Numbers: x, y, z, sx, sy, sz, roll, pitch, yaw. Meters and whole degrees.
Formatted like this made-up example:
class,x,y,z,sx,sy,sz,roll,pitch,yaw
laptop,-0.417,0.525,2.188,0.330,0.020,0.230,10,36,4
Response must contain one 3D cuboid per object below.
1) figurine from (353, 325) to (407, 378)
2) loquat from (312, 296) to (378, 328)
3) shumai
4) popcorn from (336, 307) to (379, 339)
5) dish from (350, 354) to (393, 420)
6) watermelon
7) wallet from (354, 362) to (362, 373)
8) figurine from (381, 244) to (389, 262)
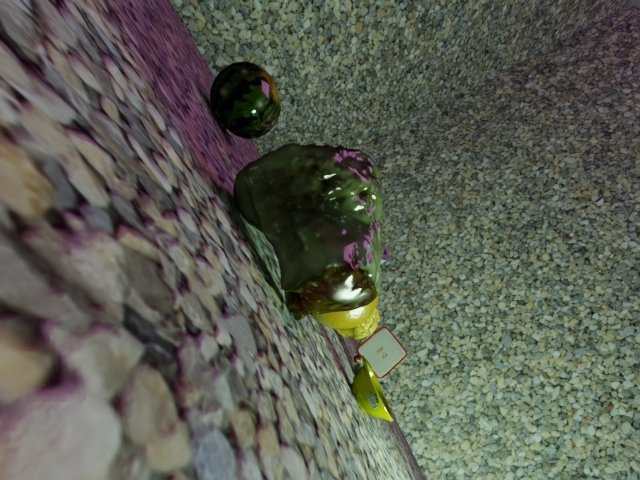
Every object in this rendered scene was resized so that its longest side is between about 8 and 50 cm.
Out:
class,x,y,z,sx,sy,sz,roll,pitch,yaw
figurine,0.230,0.512,1.772,0.160,0.183,0.226,51,-29,16
loquat,0.059,0.148,1.216,0.244,0.243,0.244,62,0,0
shumai,0.000,0.000,0.887,0.397,0.323,0.324,49,27,-67
popcorn,0.135,0.297,1.720,0.250,0.250,0.190,62,36,-22
dish,0.143,0.463,1.246,0.208,0.080,0.149,64,4,17
watermelon,-0.266,-0.498,1.452,0.269,0.268,0.269,62,0,0
wallet,0.178,0.570,1.610,0.110,0.039,0.155,67,-3,-47
figurine,0.119,0.084,1.363,0.193,0.274,0.133,23,59,-48
